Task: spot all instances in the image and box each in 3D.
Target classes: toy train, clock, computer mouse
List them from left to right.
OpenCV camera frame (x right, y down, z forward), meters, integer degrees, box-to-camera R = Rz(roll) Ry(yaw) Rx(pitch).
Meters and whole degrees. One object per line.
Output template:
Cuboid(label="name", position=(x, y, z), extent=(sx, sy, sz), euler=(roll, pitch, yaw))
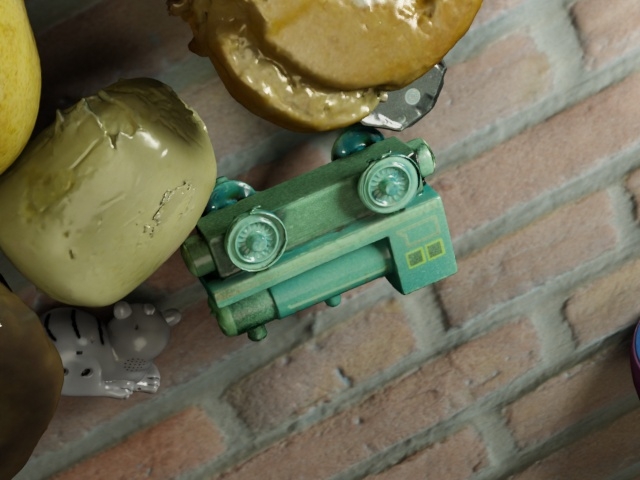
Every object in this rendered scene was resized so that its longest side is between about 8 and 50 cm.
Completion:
Cuboid(label="clock", position=(-0.257, 0.116, 1.713), extent=(0.176, 0.080, 0.117), euler=(6, 124, -26))
Cuboid(label="toy train", position=(0.000, 0.000, 1.616), extent=(0.298, 0.120, 0.194), euler=(-23, 121, -11))
Cuboid(label="computer mouse", position=(0.038, -0.205, 1.594), extent=(0.231, 0.071, 0.126), euler=(31, 97, -28))

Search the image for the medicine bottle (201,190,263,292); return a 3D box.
Cuboid(label="medicine bottle", position=(-0.023, 0.007, 1.721), extent=(0.229, 0.083, 0.121), euler=(2, 117, -24))

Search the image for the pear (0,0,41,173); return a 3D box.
Cuboid(label="pear", position=(-0.400, -0.162, 1.300), extent=(0.314, 0.314, 0.314), euler=(-11, 129, -14))

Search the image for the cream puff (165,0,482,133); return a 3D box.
Cuboid(label="cream puff", position=(0.003, -0.282, 1.402), extent=(0.327, 0.231, 0.343), euler=(6, 106, -27))

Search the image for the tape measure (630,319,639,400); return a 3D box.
Cuboid(label="tape measure", position=(0.541, 0.171, 1.966), extent=(0.231, 0.245, 0.149), euler=(-37, 134, -13))

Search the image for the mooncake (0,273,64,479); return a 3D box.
Cuboid(label="mooncake", position=(-0.421, 0.135, 1.409), extent=(0.324, 0.187, 0.324), euler=(-23, 142, -20))

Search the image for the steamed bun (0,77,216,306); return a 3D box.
Cuboid(label="steamed bun", position=(-0.206, -0.044, 1.487), extent=(0.232, 0.166, 0.273), euler=(-37, 175, 3))
